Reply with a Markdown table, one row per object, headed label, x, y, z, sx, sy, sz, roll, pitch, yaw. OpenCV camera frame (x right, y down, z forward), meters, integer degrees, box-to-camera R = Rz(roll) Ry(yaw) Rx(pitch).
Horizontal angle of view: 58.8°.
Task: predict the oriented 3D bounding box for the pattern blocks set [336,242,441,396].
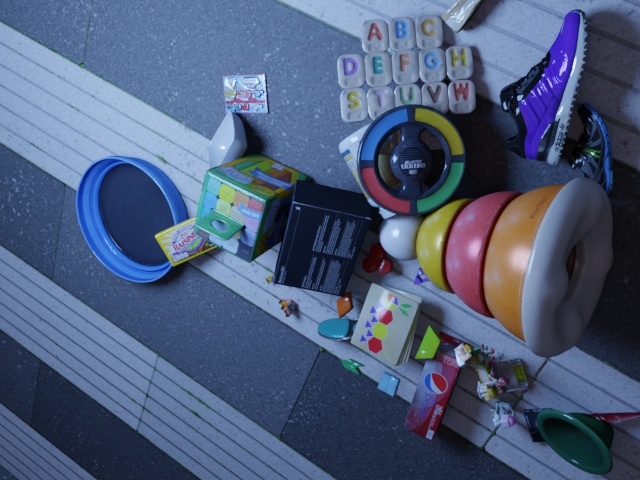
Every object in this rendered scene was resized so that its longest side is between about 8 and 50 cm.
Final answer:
| label | x | y | z | sx | sy | sz | roll | pitch | yaw |
| --- | --- | --- | --- | --- | --- | --- | --- | --- | --- |
| pattern blocks set | 0.165 | 0.202 | 1.406 | 0.285 | 0.026 | 0.325 | 33 | 105 | 27 |

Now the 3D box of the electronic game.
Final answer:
| label | x | y | z | sx | sy | sz | roll | pitch | yaw |
| --- | --- | --- | --- | --- | --- | --- | --- | --- | --- |
| electronic game | 0.188 | -0.164 | 1.174 | 0.229 | 0.048 | 0.229 | -1 | 102 | -3 |

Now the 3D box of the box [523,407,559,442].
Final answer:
| label | x | y | z | sx | sy | sz | roll | pitch | yaw |
| --- | --- | --- | --- | --- | --- | --- | --- | --- | --- |
| box | 0.541 | 0.451 | 1.384 | 0.067 | 0.018 | 0.083 | -14 | 102 | 30 |

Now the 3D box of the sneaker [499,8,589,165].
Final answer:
| label | x | y | z | sx | sy | sz | roll | pitch | yaw |
| --- | --- | --- | --- | --- | --- | --- | --- | --- | --- |
| sneaker | 0.428 | -0.298 | 1.111 | 0.146 | 0.102 | 0.294 | 15 | 115 | 22 |

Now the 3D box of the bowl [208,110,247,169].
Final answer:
| label | x | y | z | sx | sy | sz | roll | pitch | yaw |
| --- | --- | --- | --- | --- | --- | --- | --- | --- | --- |
| bowl | -0.236 | -0.245 | 1.465 | 0.053 | 0.142 | 0.142 | 18 | 127 | -31 |

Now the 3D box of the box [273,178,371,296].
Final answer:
| label | x | y | z | sx | sy | sz | roll | pitch | yaw |
| --- | --- | --- | --- | --- | --- | --- | --- | --- | --- |
| box | 0.000 | 0.000 | 1.374 | 0.184 | 0.103 | 0.261 | 10 | 130 | -8 |

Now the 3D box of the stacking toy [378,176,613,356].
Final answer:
| label | x | y | z | sx | sy | sz | roll | pitch | yaw |
| --- | --- | --- | --- | --- | --- | --- | --- | --- | --- |
| stacking toy | 0.332 | 0.012 | 1.213 | 0.479 | 0.350 | 0.351 | 17 | 117 | 42 |

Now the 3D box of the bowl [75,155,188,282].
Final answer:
| label | x | y | z | sx | sy | sz | roll | pitch | yaw |
| --- | --- | --- | --- | --- | --- | --- | --- | --- | --- |
| bowl | -0.566 | -0.066 | 1.714 | 0.391 | 0.077 | 0.391 | 9 | 113 | 23 |

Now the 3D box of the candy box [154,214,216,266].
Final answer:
| label | x | y | z | sx | sy | sz | roll | pitch | yaw |
| --- | --- | --- | --- | --- | --- | --- | --- | --- | --- |
| candy box | -0.350 | -0.012 | 1.598 | 0.205 | 0.027 | 0.105 | -24 | 107 | 7 |

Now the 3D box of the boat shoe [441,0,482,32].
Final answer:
| label | x | y | z | sx | sy | sz | roll | pitch | yaw |
| --- | --- | --- | --- | --- | --- | --- | --- | --- | --- |
| boat shoe | 0.303 | -0.498 | 1.122 | 0.059 | 0.063 | 0.170 | 38 | 122 | 2 |

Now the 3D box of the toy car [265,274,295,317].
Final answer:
| label | x | y | z | sx | sy | sz | roll | pitch | yaw |
| --- | --- | --- | --- | --- | --- | --- | --- | --- | --- |
| toy car | -0.108 | 0.152 | 1.580 | 0.040 | 0.060 | 0.122 | -28 | 103 | 0 |

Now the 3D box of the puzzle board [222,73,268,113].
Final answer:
| label | x | y | z | sx | sy | sz | roll | pitch | yaw |
| --- | --- | --- | --- | --- | --- | --- | --- | --- | --- |
| puzzle board | -0.194 | -0.373 | 1.449 | 0.128 | 0.011 | 0.097 | 6 | 111 | 24 |

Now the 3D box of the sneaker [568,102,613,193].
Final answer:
| label | x | y | z | sx | sy | sz | roll | pitch | yaw |
| --- | --- | --- | --- | --- | --- | --- | --- | --- | --- |
| sneaker | 0.531 | -0.177 | 1.125 | 0.078 | 0.067 | 0.188 | -8 | 108 | 22 |

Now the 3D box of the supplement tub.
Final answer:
| label | x | y | z | sx | sy | sz | roll | pitch | yaw |
| --- | --- | --- | --- | --- | --- | --- | --- | --- | --- |
| supplement tub | 0.146 | -0.164 | 1.278 | 0.144 | 0.144 | 0.200 | -27 | 95 | 32 |

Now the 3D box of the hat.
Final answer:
| label | x | y | z | sx | sy | sz | roll | pitch | yaw |
| --- | --- | --- | --- | --- | --- | --- | --- | --- | --- |
| hat | 0.645 | 0.419 | 1.319 | 0.208 | 0.183 | 0.173 | 32 | 146 | 39 |

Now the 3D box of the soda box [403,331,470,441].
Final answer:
| label | x | y | z | sx | sy | sz | roll | pitch | yaw |
| --- | --- | --- | --- | --- | --- | --- | --- | --- | --- |
| soda box | 0.293 | 0.369 | 1.435 | 0.083 | 0.092 | 0.263 | 23 | 117 | 20 |

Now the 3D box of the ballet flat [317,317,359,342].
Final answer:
| label | x | y | z | sx | sy | sz | roll | pitch | yaw |
| --- | --- | --- | --- | --- | --- | --- | --- | --- | --- |
| ballet flat | 0.091 | 0.245 | 1.508 | 0.213 | 0.072 | 0.068 | -10 | 132 | 32 |

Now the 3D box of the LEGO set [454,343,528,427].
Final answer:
| label | x | y | z | sx | sy | sz | roll | pitch | yaw |
| --- | --- | --- | --- | --- | --- | --- | --- | --- | --- |
| LEGO set | 0.411 | 0.305 | 1.330 | 0.107 | 0.132 | 0.287 | -17 | 123 | 25 |

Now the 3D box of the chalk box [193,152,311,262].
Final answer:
| label | x | y | z | sx | sy | sz | roll | pitch | yaw |
| --- | --- | --- | --- | --- | --- | --- | --- | --- | --- |
| chalk box | -0.182 | -0.080 | 1.390 | 0.180 | 0.289 | 0.179 | 27 | 118 | 15 |

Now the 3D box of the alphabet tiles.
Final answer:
| label | x | y | z | sx | sy | sz | roll | pitch | yaw |
| --- | --- | --- | --- | --- | --- | --- | --- | --- | --- |
| alphabet tiles | 0.180 | -0.325 | 1.184 | 0.284 | 0.021 | 0.278 | -5 | 94 | -1 |
